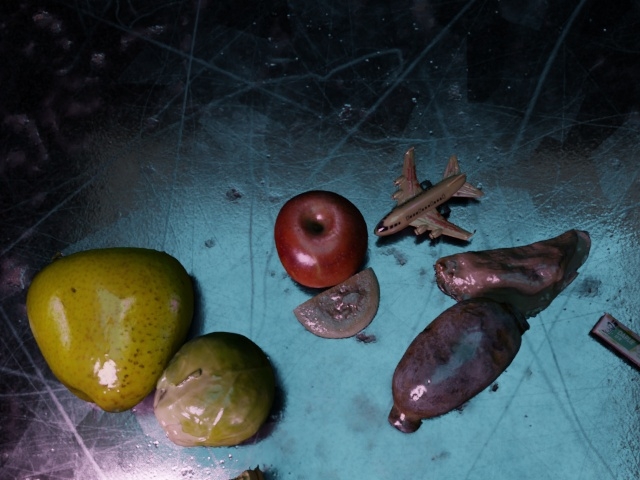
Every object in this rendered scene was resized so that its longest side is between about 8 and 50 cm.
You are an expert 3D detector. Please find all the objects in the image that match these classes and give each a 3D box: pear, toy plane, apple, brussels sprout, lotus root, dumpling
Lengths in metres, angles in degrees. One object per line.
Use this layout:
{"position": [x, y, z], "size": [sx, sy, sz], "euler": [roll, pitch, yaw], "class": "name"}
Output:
{"position": [-0.431, 0.192, 1.872], "size": [0.343, 0.238, 0.317], "euler": [-10, 68, 2], "class": "pear"}
{"position": [0.216, -0.076, 1.953], "size": [0.244, 0.092, 0.229], "euler": [-33, 78, -3], "class": "toy plane"}
{"position": [0.000, 0.000, 1.923], "size": [0.201, 0.162, 0.201], "euler": [-1, 65, 3], "class": "apple"}
{"position": [-0.208, 0.297, 1.837], "size": [0.244, 0.244, 0.244], "euler": [-1, 77, 5], "class": "brussels sprout"}
{"position": [0.260, 0.241, 1.840], "size": [0.349, 0.175, 0.175], "euler": [-43, 77, -5], "class": "lotus root"}
{"position": [0.408, 0.076, 1.907], "size": [0.332, 0.086, 0.166], "euler": [-14, 73, 6], "class": "dumpling"}

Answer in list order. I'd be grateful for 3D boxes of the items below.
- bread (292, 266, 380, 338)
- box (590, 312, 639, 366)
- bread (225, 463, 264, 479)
{"position": [0.049, 0.146, 1.943], "size": [0.193, 0.036, 0.112], "euler": [-28, 77, -2], "class": "bread"}
{"position": [0.649, 0.227, 1.871], "size": [0.207, 0.041, 0.050], "euler": [38, 86, 12], "class": "box"}
{"position": [-0.237, 0.504, 1.769], "size": [0.236, 0.263, 0.198], "euler": [12, 75, 8], "class": "bread"}
